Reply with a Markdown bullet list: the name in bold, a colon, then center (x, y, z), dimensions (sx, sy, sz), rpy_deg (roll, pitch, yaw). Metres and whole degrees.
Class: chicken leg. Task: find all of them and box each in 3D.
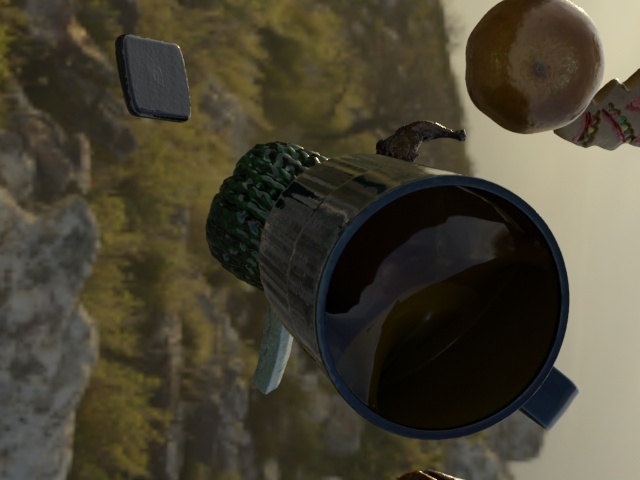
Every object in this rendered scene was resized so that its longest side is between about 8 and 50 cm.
- **chicken leg**: center (0.145, -0.149, 1.946), dimensions (0.062, 0.145, 0.037), rpy_deg (58, 31, -15)

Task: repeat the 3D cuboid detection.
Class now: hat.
- **hat**: center (0.000, 0.000, 2.098), dimensions (0.242, 0.332, 0.274), rpy_deg (-60, 168, 0)

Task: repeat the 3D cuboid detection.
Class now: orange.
- **orange**: center (0.230, -0.193, 1.421), dimensions (0.134, 0.154, 0.155), rpy_deg (-103, -174, -73)

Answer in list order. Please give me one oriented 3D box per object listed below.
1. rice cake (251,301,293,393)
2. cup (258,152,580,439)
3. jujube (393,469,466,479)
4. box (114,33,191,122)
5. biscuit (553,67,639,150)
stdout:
- **rice cake**: center (-0.063, 0.141, 1.940), dimensions (0.045, 0.042, 0.245), rpy_deg (-33, 152, -33)
- **cup**: center (0.104, 0.042, 1.309), dimensions (0.292, 0.308, 0.242), rpy_deg (-149, -113, -71)
- **jujube**: center (0.112, 0.446, 1.580), dimensions (0.342, 0.216, 0.216), rpy_deg (-68, 154, -21)
- **box**: center (-0.247, -0.237, 1.912), dimensions (0.125, 0.027, 0.126), rpy_deg (3, 74, -51)
- **biscuit**: center (0.534, -0.224, 2.351), dimensions (0.212, 0.238, 0.041), rpy_deg (76, -2, -54)
